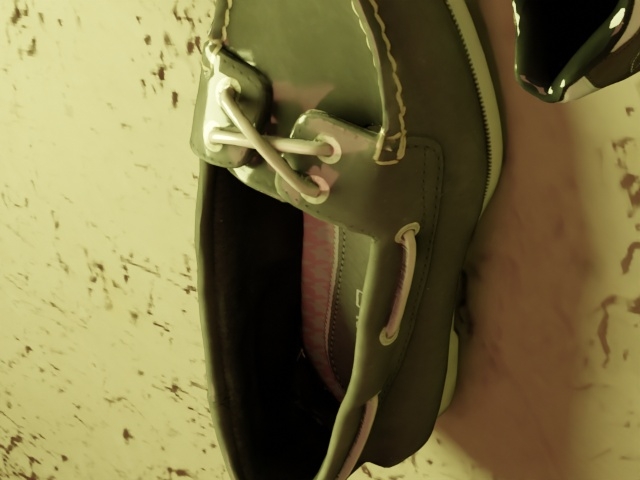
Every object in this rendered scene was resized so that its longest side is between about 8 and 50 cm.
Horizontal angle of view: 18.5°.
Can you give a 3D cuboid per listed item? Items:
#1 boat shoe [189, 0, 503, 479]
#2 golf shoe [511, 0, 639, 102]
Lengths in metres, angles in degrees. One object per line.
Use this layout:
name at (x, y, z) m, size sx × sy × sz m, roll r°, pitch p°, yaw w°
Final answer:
boat shoe at (0.000, 0.000, 0.777) m, size 0.112 × 0.095 × 0.335 m, roll 31°, pitch 149°, yaw 26°
golf shoe at (0.072, -0.123, 0.521) m, size 0.077 × 0.094 × 0.198 m, roll 20°, pitch 141°, yaw 42°
